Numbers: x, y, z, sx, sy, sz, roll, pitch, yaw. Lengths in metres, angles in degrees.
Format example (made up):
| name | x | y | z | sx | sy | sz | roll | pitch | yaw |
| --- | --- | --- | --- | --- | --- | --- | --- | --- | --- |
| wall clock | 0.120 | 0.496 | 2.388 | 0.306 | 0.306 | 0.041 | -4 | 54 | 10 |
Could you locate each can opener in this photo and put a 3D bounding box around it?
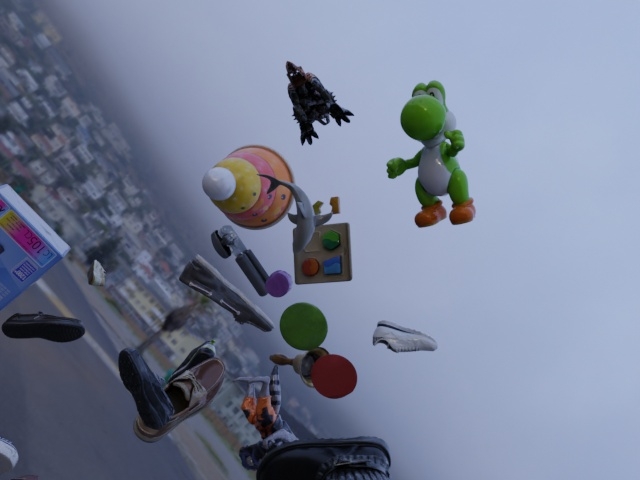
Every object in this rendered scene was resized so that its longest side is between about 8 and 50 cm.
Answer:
| name | x | y | z | sx | sy | sz | roll | pitch | yaw |
| --- | --- | --- | --- | --- | --- | --- | --- | --- | --- |
| can opener | -0.274 | 0.074 | 2.172 | 0.095 | 0.076 | 0.283 | -32 | -87 | 34 |

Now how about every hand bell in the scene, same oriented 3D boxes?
| name | x | y | z | sx | sy | sz | roll | pitch | yaw |
| --- | --- | --- | --- | --- | --- | --- | --- | --- | --- |
| hand bell | -0.085 | 0.383 | 1.977 | 0.242 | 0.126 | 0.126 | -1 | -52 | 52 |

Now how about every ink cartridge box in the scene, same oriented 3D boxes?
| name | x | y | z | sx | sy | sz | roll | pitch | yaw |
| --- | --- | --- | --- | --- | --- | --- | --- | --- | --- |
| ink cartridge box | -0.975 | 0.068 | 1.811 | 0.270 | 0.395 | 0.151 | 50 | -2 | -14 |

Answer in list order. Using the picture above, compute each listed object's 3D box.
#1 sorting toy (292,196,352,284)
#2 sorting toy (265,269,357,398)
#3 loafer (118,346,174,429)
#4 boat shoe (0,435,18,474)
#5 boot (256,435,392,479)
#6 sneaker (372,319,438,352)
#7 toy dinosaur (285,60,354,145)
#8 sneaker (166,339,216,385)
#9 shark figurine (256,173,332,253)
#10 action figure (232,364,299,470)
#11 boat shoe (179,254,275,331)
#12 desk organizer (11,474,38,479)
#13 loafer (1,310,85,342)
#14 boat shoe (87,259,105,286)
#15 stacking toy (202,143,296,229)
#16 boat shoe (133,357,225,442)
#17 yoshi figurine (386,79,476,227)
| name | x | y | z | sx | sy | sz | roll | pitch | yaw |
| --- | --- | --- | --- | --- | --- | --- | --- | --- | --- |
| sorting toy | 0.000 | 0.000 | 2.251 | 0.041 | 0.229 | 0.307 | 15 | 70 | -67 |
| sorting toy | -0.017 | 0.232 | 1.645 | 0.365 | 0.127 | 0.126 | 58 | 16 | 0 |
| loafer | -0.406 | 0.340 | 1.470 | 0.076 | 0.078 | 0.223 | -1 | -64 | 34 |
| boat shoe | -0.825 | 0.415 | 1.421 | 0.341 | 0.158 | 0.127 | 12 | -56 | 1 |
| boot | 0.002 | 0.553 | 1.411 | 0.260 | 0.348 | 0.131 | -56 | 131 | -79 |
| sneaker | 0.306 | 0.370 | 2.270 | 0.235 | 0.094 | 0.090 | 14 | -31 | 11 |
| toy dinosaur | -0.039 | -0.409 | 1.816 | 0.322 | 0.164 | 0.218 | 11 | 47 | -52 |
| sneaker | -0.421 | 0.420 | 2.097 | 0.084 | 0.235 | 0.097 | 41 | 21 | -17 |
| shark figurine | -0.077 | -0.117 | 1.958 | 0.278 | 0.166 | 0.116 | 63 | 10 | 16 |
| action figure | -0.116 | 0.534 | 1.775 | 0.341 | 0.179 | 0.330 | -25 | -94 | 52 |
| boat shoe | -0.283 | 0.182 | 1.895 | 0.335 | 0.095 | 0.112 | 45 | -5 | -18 |
| desk organizer | -0.769 | 0.683 | 1.633 | 0.050 | 0.047 | 0.130 | 15 | 68 | -66 |
| loafer | -0.779 | 0.232 | 1.776 | 0.078 | 0.220 | 0.080 | -98 | -161 | -51 |
| boat shoe | -0.675 | 0.103 | 1.894 | 0.045 | 0.050 | 0.135 | 27 | 15 | -28 |
| stacking toy | -0.320 | -0.200 | 2.365 | 0.350 | 0.350 | 0.480 | 48 | 15 | 7 |
| boat shoe | -0.380 | 0.436 | 1.767 | 0.123 | 0.324 | 0.116 | 39 | -45 | 9 |
| yoshi figurine | 0.273 | -0.211 | 1.555 | 0.203 | 0.204 | 0.361 | -142 | -140 | -78 |
